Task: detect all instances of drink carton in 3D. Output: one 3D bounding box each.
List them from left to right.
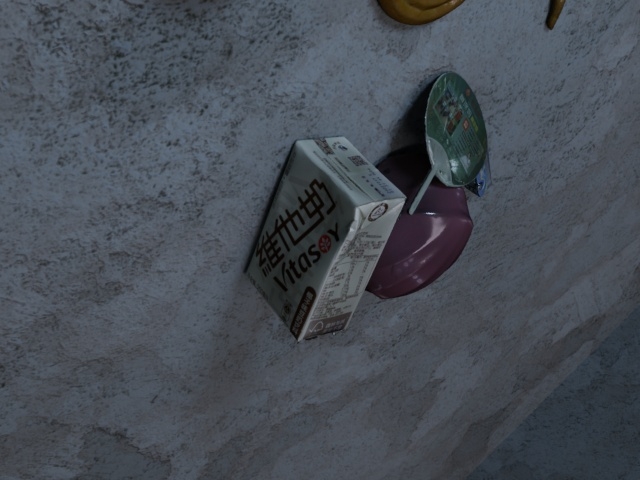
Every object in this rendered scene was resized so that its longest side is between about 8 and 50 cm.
[{"bbox_3d":[0.000,0.001,1.765,0.132,0.194,0.325,-11,136,-41],"label":"drink carton"}]

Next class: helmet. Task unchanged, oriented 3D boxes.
[{"bbox_3d":[0.164,0.001,1.939,0.338,0.197,0.271,-50,149,11],"label":"helmet"}]

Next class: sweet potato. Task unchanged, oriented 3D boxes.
[{"bbox_3d":[0.453,-0.447,1.873,0.026,0.026,0.115,-24,145,-26],"label":"sweet potato"}]

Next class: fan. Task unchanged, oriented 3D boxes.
[{"bbox_3d":[0.230,-0.195,1.818,0.294,0.012,0.223,-27,114,-46],"label":"fan"}]

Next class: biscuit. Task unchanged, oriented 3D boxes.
[{"bbox_3d":[0.200,-0.462,1.582,0.261,0.037,0.262,-26,144,-21],"label":"biscuit"}]

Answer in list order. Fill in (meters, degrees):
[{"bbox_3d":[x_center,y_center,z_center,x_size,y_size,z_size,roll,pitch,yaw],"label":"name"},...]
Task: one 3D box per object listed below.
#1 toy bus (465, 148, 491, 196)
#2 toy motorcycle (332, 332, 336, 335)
[{"bbox_3d":[0.326,-0.154,2.060,0.061,0.051,0.153,-46,149,-17],"label":"toy bus"},{"bbox_3d":[0.002,0.149,2.057,0.106,0.074,0.190,-35,149,8],"label":"toy motorcycle"}]
